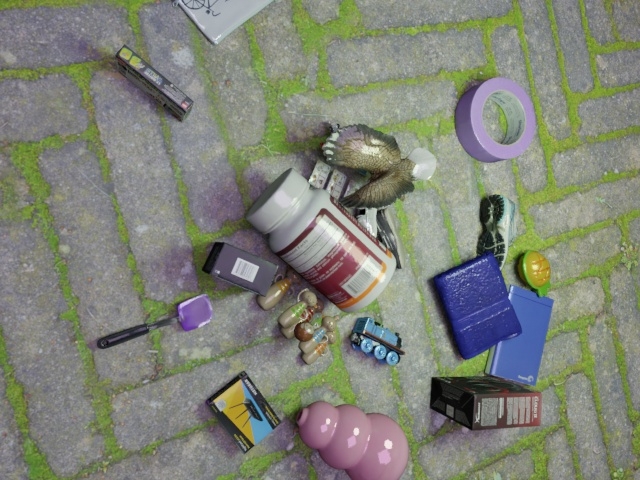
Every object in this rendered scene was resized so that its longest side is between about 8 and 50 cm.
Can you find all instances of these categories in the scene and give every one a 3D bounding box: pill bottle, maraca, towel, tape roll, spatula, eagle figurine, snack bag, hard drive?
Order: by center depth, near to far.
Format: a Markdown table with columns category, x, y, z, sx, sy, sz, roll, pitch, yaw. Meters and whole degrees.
| category | x | y | z | sx | sy | sz | roll | pitch | yaw |
| --- | --- | --- | --- | --- | --- | --- | --- | --- | --- |
| spatula | -0.427 | 0.223 | 1.258 | 0.297 | 0.030 | 0.084 | -17 | 98 | -21 |
| snack bag | -0.294 | -0.755 | 1.328 | 0.323 | 0.037 | 0.342 | -44 | 104 | -17 |
| pill bottle | 0.000 | 0.000 | 1.329 | 0.392 | 0.224 | 0.224 | 43 | 75 | -15 |
| eagle figurine | 0.165 | -0.189 | 1.360 | 0.298 | 0.226 | 0.225 | 4 | 108 | -57 |
| towel | 0.516 | 0.214 | 1.593 | 0.228 | 0.076 | 0.308 | -23 | 100 | -7 |
| tape roll | 0.599 | -0.409 | 1.647 | 0.275 | 0.090 | 0.274 | 0 | 90 | -21 |
| maraca | 0.764 | 0.116 | 1.696 | 0.185 | 0.099 | 0.127 | 51 | 61 | -21 |
| hard drive | 0.708 | 0.336 | 1.700 | 0.210 | 0.040 | 0.318 | 19 | 82 | -20 |

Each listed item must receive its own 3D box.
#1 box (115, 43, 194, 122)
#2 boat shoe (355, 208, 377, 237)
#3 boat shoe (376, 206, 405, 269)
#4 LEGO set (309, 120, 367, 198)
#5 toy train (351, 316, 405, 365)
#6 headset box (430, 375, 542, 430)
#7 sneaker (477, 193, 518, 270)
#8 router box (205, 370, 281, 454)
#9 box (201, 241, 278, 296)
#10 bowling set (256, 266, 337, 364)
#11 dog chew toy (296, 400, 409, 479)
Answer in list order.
| category | x | y | z | sx | sy | sz | roll | pitch | yaw |
| --- | --- | --- | --- | --- | --- | --- | --- | --- | --- |
| box | -0.423 | -0.395 | 1.228 | 0.207 | 0.114 | 0.036 | 39 | 76 | -17 |
| boat shoe | 0.135 | -0.066 | 1.463 | 0.063 | 0.066 | 0.184 | 11 | 85 | -29 |
| boat shoe | 0.217 | -0.001 | 1.514 | 0.065 | 0.075 | 0.206 | -14 | 103 | 22 |
| LEGO set | 0.067 | -0.246 | 1.469 | 0.183 | 0.060 | 0.244 | 26 | 81 | -32 |
| toy train | 0.179 | 0.310 | 1.474 | 0.184 | 0.080 | 0.105 | 30 | 73 | -18 |
| headset box | 0.536 | 0.511 | 1.534 | 0.293 | 0.218 | 0.110 | 6 | 87 | -20 |
| sneaker | 0.624 | -0.011 | 1.641 | 0.122 | 0.110 | 0.282 | 7 | 91 | -33 |
| router box | -0.212 | 0.475 | 1.331 | 0.133 | 0.046 | 0.178 | -36 | 102 | -18 |
| box | -0.216 | 0.074 | 1.276 | 0.156 | 0.158 | 0.093 | 26 | 81 | -20 |
| bowling set | -0.024 | 0.222 | 1.336 | 0.154 | 0.200 | 0.287 | -41 | 107 | -19 |
| dog chew toy | 0.084 | 0.567 | 1.371 | 0.332 | 0.206 | 0.206 | 28 | 79 | -11 |
